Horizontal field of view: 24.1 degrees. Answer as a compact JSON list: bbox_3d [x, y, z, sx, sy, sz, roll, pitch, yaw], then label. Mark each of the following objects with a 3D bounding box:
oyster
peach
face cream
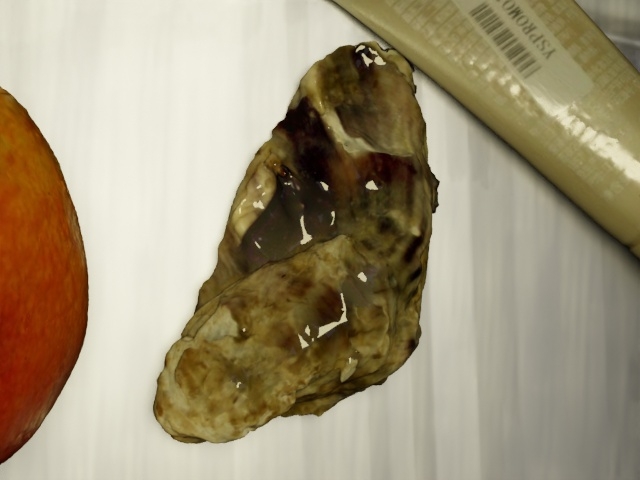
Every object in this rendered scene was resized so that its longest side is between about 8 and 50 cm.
[{"bbox_3d":[-0.005,-0.002,0.991,0.166,0.094,0.294,11,81,0],"label":"oyster"},{"bbox_3d":[-0.250,0.026,0.860,0.238,0.281,0.281,33,85,-7],"label":"peach"},{"bbox_3d":[0.158,-0.106,1.024,0.341,0.084,0.137,45,81,3],"label":"face cream"}]
